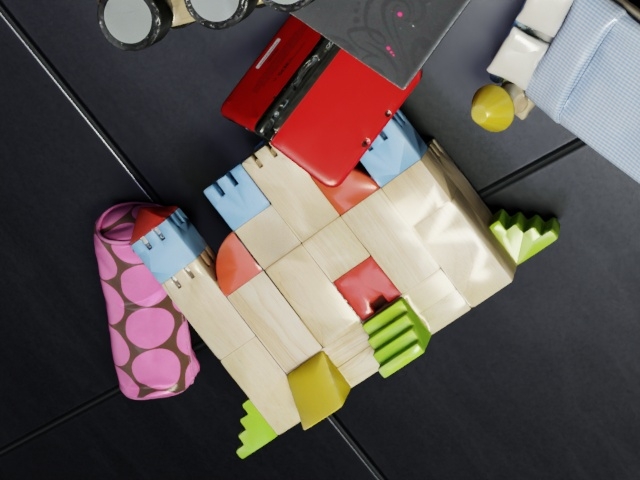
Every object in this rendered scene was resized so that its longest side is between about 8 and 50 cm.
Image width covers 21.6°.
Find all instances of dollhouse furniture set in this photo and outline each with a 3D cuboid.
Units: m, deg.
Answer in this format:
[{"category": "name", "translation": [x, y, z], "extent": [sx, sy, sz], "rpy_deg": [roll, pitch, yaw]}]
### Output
[{"category": "dollhouse furniture set", "translation": [0.268, -0.135, 1.381], "extent": [0.286, 0.198, 0.303], "rpy_deg": [42, 128, 19]}]

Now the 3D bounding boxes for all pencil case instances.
[{"category": "pencil case", "translation": [-0.179, 0.067, 1.765], "extent": [0.098, 0.095, 0.209], "rpy_deg": [-4, 122, 1]}]

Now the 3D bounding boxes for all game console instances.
[{"category": "game console", "translation": [-0.001, -0.139, 1.553], "extent": [0.085, 0.124, 0.144], "rpy_deg": [41, 83, -35]}]

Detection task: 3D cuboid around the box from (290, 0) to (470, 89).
[{"category": "box", "translation": [0.019, -0.289, 1.456], "extent": [0.270, 0.143, 0.165], "rpy_deg": [33, 124, -4]}]

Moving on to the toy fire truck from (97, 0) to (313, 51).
[{"category": "toy fire truck", "translation": [-0.106, -0.291, 1.329], "extent": [0.217, 0.158, 0.246], "rpy_deg": [-11, 105, 23]}]

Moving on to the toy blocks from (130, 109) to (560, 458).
[{"category": "toy blocks", "translation": [0.000, 0.000, 1.631], "extent": [0.381, 0.191, 0.261], "rpy_deg": [-35, 97, 20]}]
